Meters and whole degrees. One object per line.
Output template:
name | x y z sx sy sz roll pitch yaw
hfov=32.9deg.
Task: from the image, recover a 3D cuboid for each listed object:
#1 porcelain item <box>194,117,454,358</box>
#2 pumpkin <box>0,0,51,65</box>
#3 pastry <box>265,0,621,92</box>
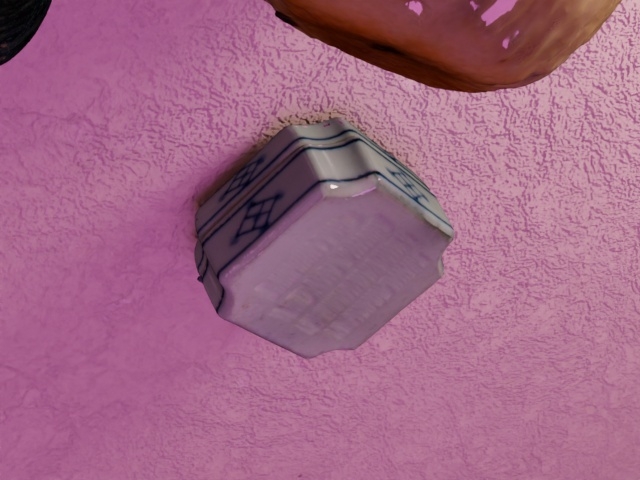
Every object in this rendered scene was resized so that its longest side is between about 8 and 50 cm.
porcelain item | 0.000 0.000 1.402 0.286 0.157 0.281 -43 136 17
pumpkin | -0.347 -0.247 0.902 0.263 0.197 0.293 4 155 -19
pastry | 0.105 -0.316 1.000 0.388 0.388 0.313 22 94 -39
